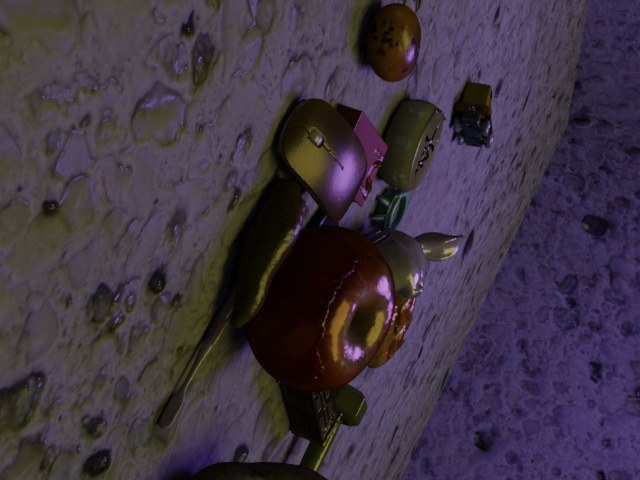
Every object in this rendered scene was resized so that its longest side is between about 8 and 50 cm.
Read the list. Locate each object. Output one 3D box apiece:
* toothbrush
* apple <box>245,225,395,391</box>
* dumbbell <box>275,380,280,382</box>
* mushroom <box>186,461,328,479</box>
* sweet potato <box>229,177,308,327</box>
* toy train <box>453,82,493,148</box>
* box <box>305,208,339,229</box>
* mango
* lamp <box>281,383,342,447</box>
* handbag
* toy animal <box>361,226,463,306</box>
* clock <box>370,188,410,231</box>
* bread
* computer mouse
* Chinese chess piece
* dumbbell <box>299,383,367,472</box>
[{"bbox_3d":[-0.152,0.128,1.465,0.354,0.024,0.029,-63,168,-16],"label":"toothbrush"},{"bbox_3d":[-0.006,0.107,1.577,0.251,0.206,0.272,13,96,-60],"label":"apple"},{"bbox_3d":[-0.059,0.188,1.718,0.069,0.069,0.147,-22,130,-65],"label":"dumbbell"},{"bbox_3d":[-0.088,0.501,1.534,0.352,0.352,0.260,-50,164,-44],"label":"mushroom"},{"bbox_3d":[-0.080,0.017,1.450,0.077,0.077,0.244,63,46,-66],"label":"sweet potato"},{"bbox_3d":[0.389,-0.308,2.400,0.219,0.089,0.127,53,50,-68],"label":"toy train"},{"bbox_3d":[0.000,0.000,1.743,0.126,0.027,0.125,-56,158,-34],"label":"box"},{"bbox_3d":[0.126,-0.331,1.645,0.178,0.090,0.115,77,31,-72],"label":"mango"},{"bbox_3d":[-0.023,0.302,1.917,0.089,0.090,0.325,-57,157,-28],"label":"lamp"},{"bbox_3d":[0.055,-0.145,1.690,0.127,0.063,0.190,-66,159,-7],"label":"handbag"},{"bbox_3d":[0.150,0.047,1.946,0.325,0.208,0.154,-31,99,-47],"label":"toy animal"},{"bbox_3d":[0.149,-0.066,2.066,0.135,0.041,0.101,4,107,-70],"label":"clock"},{"bbox_3d":[0.139,0.171,2.172,0.198,0.120,0.236,-42,148,-55],"label":"bread"},{"bbox_3d":[0.012,-0.122,1.517,0.126,0.056,0.245,-60,144,-16],"label":"computer mouse"},{"bbox_3d":[0.187,-0.195,1.967,0.188,0.083,0.188,21,90,-74],"label":"Chinese chess piece"},{"bbox_3d":[-0.004,0.454,2.101,0.302,0.108,0.121,-62,160,-19],"label":"dumbbell"}]
